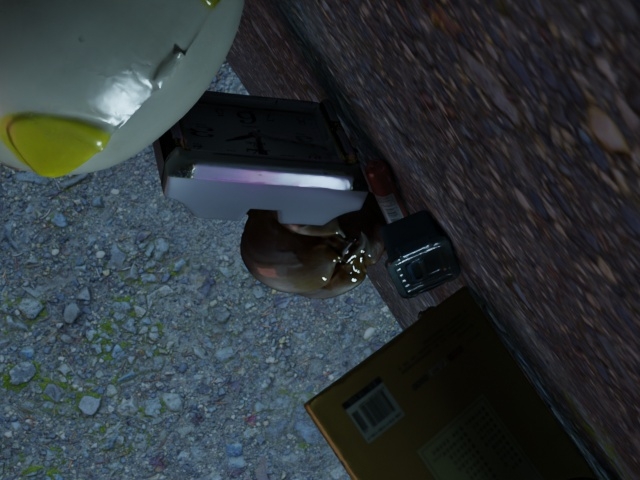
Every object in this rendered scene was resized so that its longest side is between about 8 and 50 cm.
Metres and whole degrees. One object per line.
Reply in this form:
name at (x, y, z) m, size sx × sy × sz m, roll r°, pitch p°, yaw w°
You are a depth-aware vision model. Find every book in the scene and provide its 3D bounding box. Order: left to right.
book at (0.182, 0.270, 1.103) m, size 0.388 × 0.269 × 0.032 m, roll 57°, pitch 146°, yaw 3°

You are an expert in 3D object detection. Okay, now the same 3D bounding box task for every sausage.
sausage at (0.087, -0.042, 1.224) m, size 0.029 × 0.029 × 0.223 m, roll 55°, pitch 178°, yaw 28°

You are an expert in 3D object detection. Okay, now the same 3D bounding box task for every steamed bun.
steamed bun at (-0.256, -0.249, 1.062) m, size 0.334 × 0.374 × 0.334 m, roll 36°, pitch -179°, yaw -1°

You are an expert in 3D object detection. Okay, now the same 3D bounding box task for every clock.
clock at (-0.078, -0.104, 1.202) m, size 0.186 × 0.253 × 0.083 m, roll -110°, pitch 30°, yaw -48°

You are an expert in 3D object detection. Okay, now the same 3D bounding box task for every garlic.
garlic at (0.000, 0.000, 1.339) m, size 0.214 × 0.160 × 0.191 m, roll 19°, pitch -158°, yaw -51°

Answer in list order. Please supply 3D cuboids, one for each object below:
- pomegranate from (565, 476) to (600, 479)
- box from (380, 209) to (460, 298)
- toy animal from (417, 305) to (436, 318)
pomegranate at (0.276, 0.306, 1.046) m, size 0.130 × 0.130 × 0.130 m, roll 56°, pitch 178°, yaw 2°
box at (0.106, 0.014, 1.114) m, size 0.099 × 0.074 × 0.054 m, roll 59°, pitch -173°, yaw -57°
toy animal at (0.218, 0.193, 1.517) m, size 0.219 × 0.069 × 0.086 m, roll 62°, pitch -162°, yaw -18°
